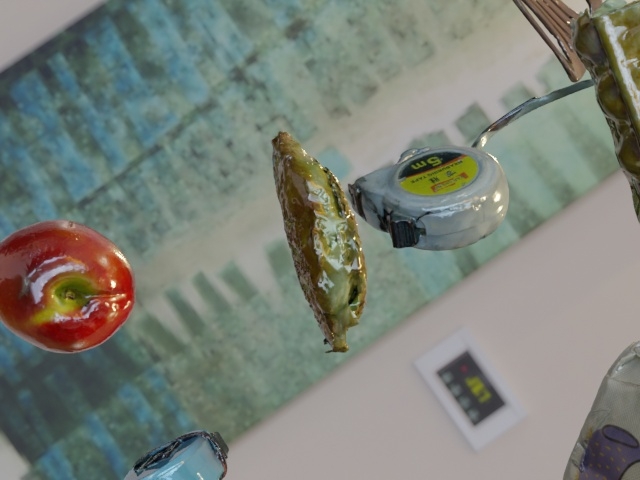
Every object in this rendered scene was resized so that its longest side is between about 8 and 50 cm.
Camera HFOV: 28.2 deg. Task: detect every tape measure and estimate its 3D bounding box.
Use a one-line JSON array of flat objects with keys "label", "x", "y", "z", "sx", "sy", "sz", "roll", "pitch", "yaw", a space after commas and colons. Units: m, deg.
[{"label": "tape measure", "x": 0.208, "y": -0.081, "z": 1.465, "sx": 0.164, "sy": 0.330, "sz": 0.084, "roll": 52, "pitch": -21, "yaw": 47}, {"label": "tape measure", "x": -0.180, "y": 0.289, "z": 1.553, "sx": 0.081, "sy": 0.146, "sz": 0.125, "roll": 58, "pitch": 29, "yaw": -6}]

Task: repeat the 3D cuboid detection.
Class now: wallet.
[{"label": "wallet", "x": 0.431, "y": 0.272, "z": 1.657, "sx": 0.068, "sy": 0.335, "sz": 0.275, "roll": 18, "pitch": 8, "yaw": -24}]

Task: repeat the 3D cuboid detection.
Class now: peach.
[{"label": "peach", "x": -0.365, "y": 0.062, "z": 1.791, "sx": 0.190, "sy": 0.196, "sz": 0.226, "roll": 66, "pitch": -15, "yaw": -15}]

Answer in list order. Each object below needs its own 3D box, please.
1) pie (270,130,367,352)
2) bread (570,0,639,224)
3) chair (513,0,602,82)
[{"label": "pie", "x": 0.000, "y": 0.000, "z": 1.970, "sx": 0.288, "sy": 0.103, "sz": 0.354, "roll": 109, "pitch": -35, "yaw": -82}, {"label": "bread", "x": 0.286, "y": -0.071, "z": 1.023, "sx": 0.269, "sy": 0.098, "sz": 0.087, "roll": 69, "pitch": 20, "yaw": -4}, {"label": "chair", "x": 0.288, "y": -0.375, "z": 1.622, "sx": 0.326, "sy": 0.175, "sz": 0.183, "roll": 37, "pitch": -38, "yaw": -15}]
